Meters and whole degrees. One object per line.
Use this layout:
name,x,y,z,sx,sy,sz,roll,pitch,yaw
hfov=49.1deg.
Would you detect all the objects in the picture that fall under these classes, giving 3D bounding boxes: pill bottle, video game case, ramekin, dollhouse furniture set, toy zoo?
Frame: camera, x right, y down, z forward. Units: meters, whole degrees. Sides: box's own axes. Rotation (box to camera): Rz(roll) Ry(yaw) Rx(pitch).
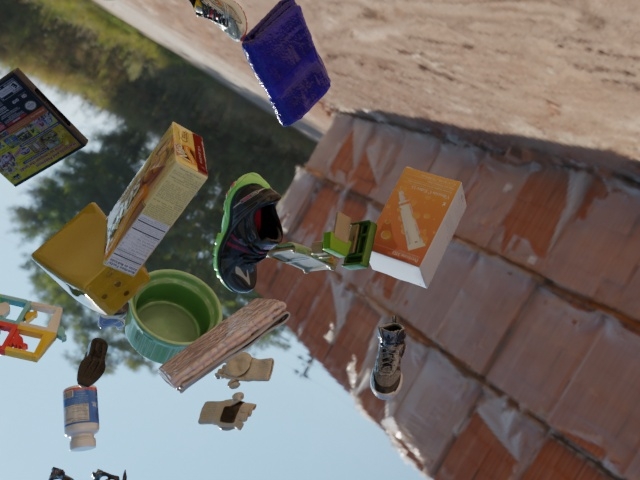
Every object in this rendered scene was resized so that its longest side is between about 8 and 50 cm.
pill bottle,-0.866,0.644,2.538,0.124,0.124,0.222,22,-130,-52
video game case,-0.791,-0.286,1.821,0.248,0.274,0.035,51,-153,-33
ramekin,-0.484,0.255,2.269,0.303,0.148,0.303,18,-140,-16
dollhouse furniture set,0.000,0.000,2.272,0.197,0.151,0.301,26,156,-39
toy zoo,-0.872,0.246,2.001,0.293,0.030,0.192,14,-139,-4

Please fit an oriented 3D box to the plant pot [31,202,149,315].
plant pot,-0.575,0.071,1.830,0.187,0.212,0.212,35,162,35

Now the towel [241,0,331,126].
towel,-0.084,-0.503,1.999,0.076,0.228,0.308,20,153,38

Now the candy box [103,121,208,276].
candy box,-0.381,-0.093,1.599,0.087,0.316,0.183,27,-154,-29

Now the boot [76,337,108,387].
boot,-0.715,0.411,2.146,0.076,0.137,0.198,29,-154,-13

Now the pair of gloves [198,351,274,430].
pair of gloves,-0.253,0.438,2.060,0.204,0.240,0.042,1,146,38

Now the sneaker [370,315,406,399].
sneaker,0.211,0.358,2.193,0.101,0.153,0.269,3,-143,14

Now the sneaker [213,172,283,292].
sneaker,-0.243,0.006,2.434,0.202,0.483,0.185,29,-141,24

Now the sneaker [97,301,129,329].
sneaker,-0.660,0.250,2.356,0.080,0.081,0.211,42,-159,30

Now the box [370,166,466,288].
box,0.326,-0.047,2.389,0.214,0.345,0.168,19,159,27

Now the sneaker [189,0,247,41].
sneaker,-0.279,-0.594,1.814,0.225,0.088,0.092,45,-130,9

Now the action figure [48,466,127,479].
action figure,-0.682,0.760,2.102,0.275,0.164,0.141,17,148,-12

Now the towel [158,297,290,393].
towel,-0.247,0.255,1.751,0.053,0.331,0.317,58,163,-7
